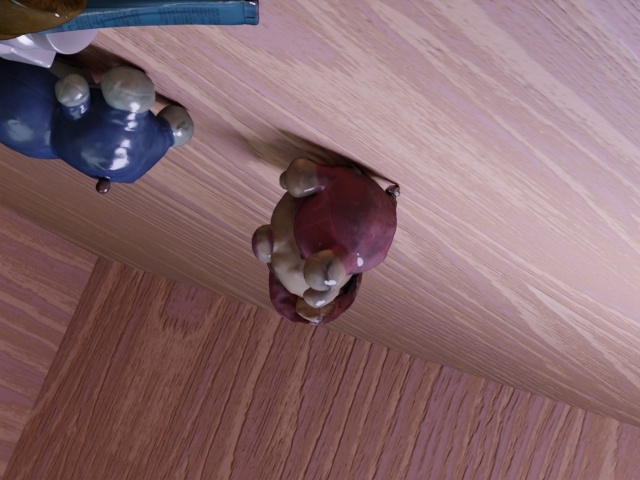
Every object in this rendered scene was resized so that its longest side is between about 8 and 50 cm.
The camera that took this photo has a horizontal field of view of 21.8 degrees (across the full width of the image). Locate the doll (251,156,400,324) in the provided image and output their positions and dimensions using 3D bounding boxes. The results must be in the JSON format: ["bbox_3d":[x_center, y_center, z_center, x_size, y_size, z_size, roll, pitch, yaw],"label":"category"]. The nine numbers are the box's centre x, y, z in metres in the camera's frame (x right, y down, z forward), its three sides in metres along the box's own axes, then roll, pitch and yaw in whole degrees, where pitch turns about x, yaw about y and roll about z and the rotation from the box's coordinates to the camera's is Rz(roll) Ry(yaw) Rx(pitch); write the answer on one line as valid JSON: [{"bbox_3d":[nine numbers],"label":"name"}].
[{"bbox_3d":[-0.003,-0.002,2.075,0.152,0.196,0.256,23,165,-6],"label":"doll"}]

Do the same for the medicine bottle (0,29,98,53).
[{"bbox_3d":[-0.307,-0.243,1.611,0.187,0.102,0.103,19,171,29],"label":"medicine bottle"}]

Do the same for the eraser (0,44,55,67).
[{"bbox_3d":[-0.407,-0.258,1.858,0.210,0.068,0.124,22,176,-37],"label":"eraser"}]

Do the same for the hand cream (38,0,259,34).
[{"bbox_3d":[-0.168,-0.210,1.502,0.224,0.048,0.083,1,171,-2],"label":"hand cream"}]

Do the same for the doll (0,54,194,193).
[{"bbox_3d":[-0.309,-0.161,2.056,0.258,0.154,0.228,27,177,21],"label":"doll"}]

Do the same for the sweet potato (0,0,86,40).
[{"bbox_3d":[-0.290,-0.244,1.397,0.158,0.157,0.370,27,172,-25],"label":"sweet potato"}]
